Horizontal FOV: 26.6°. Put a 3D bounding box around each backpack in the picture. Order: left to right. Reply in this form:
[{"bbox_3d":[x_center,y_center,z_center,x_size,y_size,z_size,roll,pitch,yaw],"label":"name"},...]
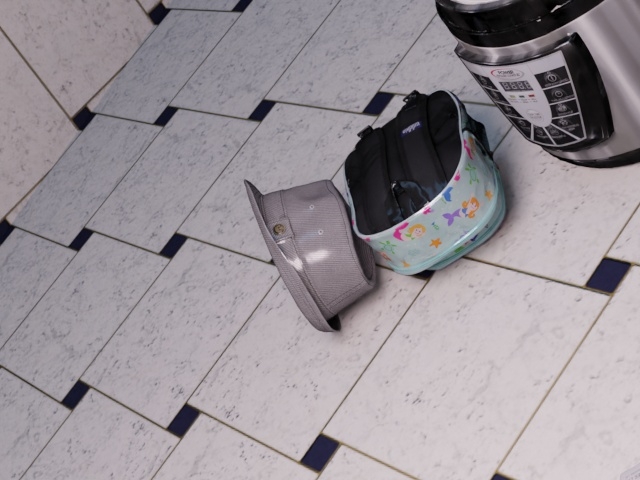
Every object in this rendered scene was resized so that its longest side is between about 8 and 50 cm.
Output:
[{"bbox_3d":[0.155,-0.070,1.970,0.225,0.191,0.253,-35,26,19],"label":"backpack"}]

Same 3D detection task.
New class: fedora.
[{"bbox_3d":[0.000,0.000,2.023,0.124,0.244,0.275,-28,46,8],"label":"fedora"}]

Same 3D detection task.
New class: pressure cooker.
[{"bbox_3d":[0.351,-0.352,1.863,0.370,0.420,0.375,-34,34,14],"label":"pressure cooker"}]

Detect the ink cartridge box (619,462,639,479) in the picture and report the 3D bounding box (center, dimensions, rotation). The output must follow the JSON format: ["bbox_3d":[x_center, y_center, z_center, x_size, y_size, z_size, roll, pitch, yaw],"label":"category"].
[{"bbox_3d":[0.359,0.338,1.340,0.186,0.065,0.311,-49,17,49],"label":"ink cartridge box"}]
